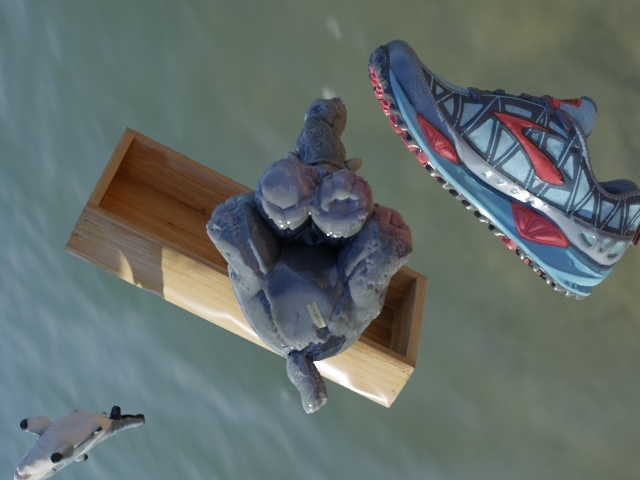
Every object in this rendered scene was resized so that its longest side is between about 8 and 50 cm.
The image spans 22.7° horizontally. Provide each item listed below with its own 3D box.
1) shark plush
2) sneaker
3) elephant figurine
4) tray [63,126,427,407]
[{"bbox_3d":[-0.271,0.220,1.767,0.073,0.161,0.067,29,128,27],"label":"shark plush"},{"bbox_3d":[0.149,-0.078,1.225,0.262,0.125,0.104,41,-172,-21],"label":"sneaker"},{"bbox_3d":[0.000,0.000,1.337,0.169,0.186,0.239,44,-174,-4],"label":"elephant figurine"},{"bbox_3d":[-0.078,0.030,1.865,0.411,0.203,0.076,27,119,-8],"label":"tray"}]
